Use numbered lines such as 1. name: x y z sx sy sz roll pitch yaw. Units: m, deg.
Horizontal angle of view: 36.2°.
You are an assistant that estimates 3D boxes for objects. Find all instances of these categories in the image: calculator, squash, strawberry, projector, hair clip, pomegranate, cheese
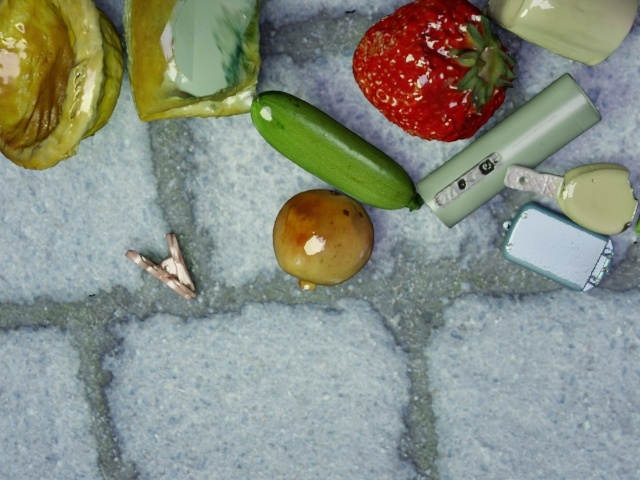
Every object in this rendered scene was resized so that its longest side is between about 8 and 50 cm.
1. calculator: 0.433 0.011 1.801 0.210 0.039 0.121 24 104 5
2. squash: 0.029 -0.152 1.746 0.395 0.107 0.107 29 108 -28
3. strawberry: 0.179 -0.289 1.689 0.277 0.257 0.257 4 106 45
4. projector: 0.333 -0.158 1.747 0.337 0.108 0.108 -37 94 15
5. hair clip: -0.310 0.064 1.915 0.102 0.123 0.138 -21 94 -6
6. pomegranate: 0.003 -0.003 1.807 0.191 0.191 0.191 2 103 10
7. cheese: 0.442 -0.091 1.725 0.255 0.050 0.127 13 103 -17

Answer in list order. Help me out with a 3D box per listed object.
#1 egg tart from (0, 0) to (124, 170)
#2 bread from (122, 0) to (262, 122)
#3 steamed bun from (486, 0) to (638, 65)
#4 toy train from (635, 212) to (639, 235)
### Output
1. egg tart: -0.479 -0.312 1.788 0.388 0.169 0.388 -2 87 47
2. bread: -0.212 -0.400 1.678 0.239 0.264 0.395 -3 102 -15
3. steamed bun: 0.420 -0.396 1.648 0.225 0.200 0.170 23 100 -11
4. toy train: 0.676 -0.036 1.722 0.253 0.105 0.157 19 118 5
